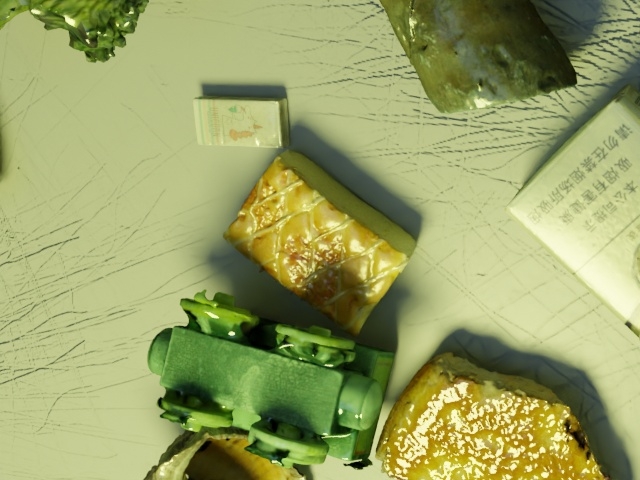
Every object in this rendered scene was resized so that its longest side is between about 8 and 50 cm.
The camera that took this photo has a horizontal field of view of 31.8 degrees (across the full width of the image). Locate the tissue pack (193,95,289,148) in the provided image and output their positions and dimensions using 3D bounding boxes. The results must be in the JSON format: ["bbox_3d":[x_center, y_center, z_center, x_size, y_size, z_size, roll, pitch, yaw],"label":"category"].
[{"bbox_3d":[-0.088,-0.132,1.244,0.108,0.023,0.056,6,111,23],"label":"tissue pack"}]

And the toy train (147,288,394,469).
[{"bbox_3d":[-0.053,0.152,1.233,0.271,0.188,0.159,13,87,22],"label":"toy train"}]

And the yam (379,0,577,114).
[{"bbox_3d":[0.102,-0.255,1.048,0.133,0.133,0.330,-31,92,31],"label":"yam"}]

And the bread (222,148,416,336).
[{"bbox_3d":[0.001,0.001,1.228,0.188,0.068,0.125,38,120,7],"label":"bread"}]

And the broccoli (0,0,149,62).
[{"bbox_3d":[-0.314,-0.288,1.158,0.375,0.249,0.302,30,127,23],"label":"broccoli"}]

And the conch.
[{"bbox_3d":[-0.123,0.305,1.359,0.245,0.163,0.178,13,129,-14],"label":"conch"}]

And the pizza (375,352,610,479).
[{"bbox_3d":[0.214,0.236,1.219,0.297,0.071,0.189,23,115,14],"label":"pizza"}]

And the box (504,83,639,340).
[{"bbox_3d":[0.326,-0.002,1.076,0.259,0.071,0.168,44,121,5],"label":"box"}]
